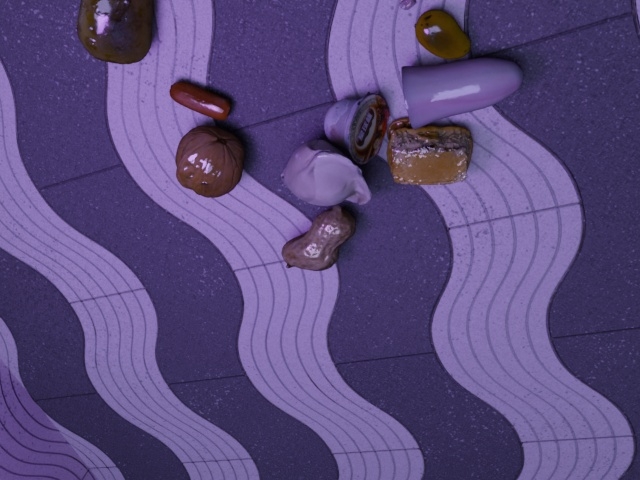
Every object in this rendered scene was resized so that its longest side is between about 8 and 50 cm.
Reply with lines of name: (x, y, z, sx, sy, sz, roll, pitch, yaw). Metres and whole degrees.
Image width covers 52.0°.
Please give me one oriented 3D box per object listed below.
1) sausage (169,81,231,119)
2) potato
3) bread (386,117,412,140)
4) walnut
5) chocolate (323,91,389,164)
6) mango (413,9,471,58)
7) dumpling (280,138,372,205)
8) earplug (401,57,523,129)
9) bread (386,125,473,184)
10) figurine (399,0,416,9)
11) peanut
sausage: (-0.364, -0.423, 1.982, 0.197, 0.076, 0.076, 24, 127, 2)
potato: (-0.565, -0.636, 1.823, 0.210, 0.173, 0.307, 1, 126, -28)
bread: (0.246, -0.307, 1.904, 0.110, 0.024, 0.110, 4, 126, 6)
walnut: (-0.344, -0.240, 2.027, 0.228, 0.228, 0.228, 8, 126, 11)
chocolate: (0.091, -0.330, 1.870, 0.147, 0.221, 0.221, 24, 133, 36)
mango: (0.320, -0.529, 1.702, 0.161, 0.076, 0.103, 30, 121, -16)
dumpling: (0.028, -0.183, 1.921, 0.260, 0.181, 0.341, 26, 143, -16)
earplug: (0.377, -0.406, 1.724, 0.301, 0.172, 0.172, -10, 120, 16)
bread: (0.312, -0.237, 1.862, 0.245, 0.121, 0.174, -3, 140, 2)
figurine: (0.209, -0.710, 1.556, 0.186, 0.176, 0.287, 8, 145, -19)
peanut: (0.004, 0.008, 2.128, 0.159, 0.143, 0.291, 42, 123, -13)
